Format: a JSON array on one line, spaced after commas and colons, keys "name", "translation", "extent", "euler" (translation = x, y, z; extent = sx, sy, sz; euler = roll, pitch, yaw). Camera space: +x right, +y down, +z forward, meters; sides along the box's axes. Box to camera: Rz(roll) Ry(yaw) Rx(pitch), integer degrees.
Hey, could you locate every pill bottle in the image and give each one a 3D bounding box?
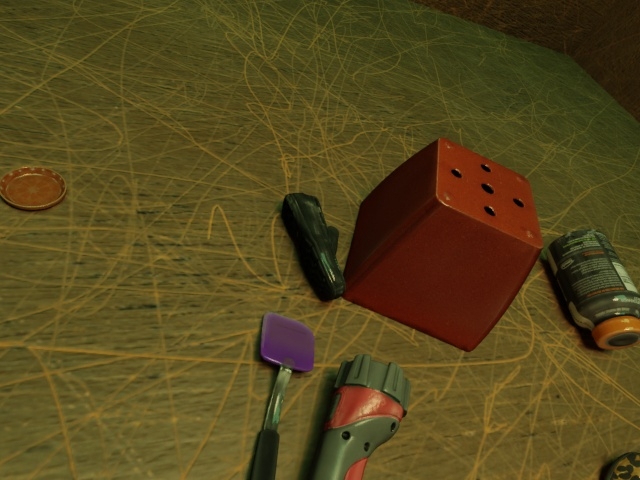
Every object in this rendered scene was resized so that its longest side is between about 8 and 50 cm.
[{"name": "pill bottle", "translation": [0.590, 0.104, 0.880], "extent": [0.131, 0.130, 0.245], "euler": [15, 47, -15]}]

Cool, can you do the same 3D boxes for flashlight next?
[{"name": "flashlight", "translation": [0.032, 0.288, 0.474], "extent": [0.103, 0.103, 0.303], "euler": [-5, 42, 28]}]

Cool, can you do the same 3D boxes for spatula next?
[{"name": "spatula", "translation": [-0.057, 0.220, 0.528], "extent": [0.084, 0.030, 0.296], "euler": [20, 46, -13]}]

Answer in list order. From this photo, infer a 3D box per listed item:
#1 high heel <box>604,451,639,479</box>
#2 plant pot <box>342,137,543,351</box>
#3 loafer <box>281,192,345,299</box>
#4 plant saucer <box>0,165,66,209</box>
[{"name": "high heel", "translation": [0.552, 0.458, 0.618], "extent": [0.187, 0.093, 0.261], "euler": [-6, 66, -3]}, {"name": "plant pot", "translation": [0.222, -0.012, 0.722], "extent": [0.268, 0.235, 0.267], "euler": [24, 46, -7]}, {"name": "loafer", "translation": [0.000, 0.000, 0.711], "extent": [0.078, 0.076, 0.223], "euler": [-9, 53, -23]}, {"name": "plant saucer", "translation": [-0.425, -0.077, 0.610], "extent": [0.084, 0.013, 0.083], "euler": [14, 47, -15]}]
